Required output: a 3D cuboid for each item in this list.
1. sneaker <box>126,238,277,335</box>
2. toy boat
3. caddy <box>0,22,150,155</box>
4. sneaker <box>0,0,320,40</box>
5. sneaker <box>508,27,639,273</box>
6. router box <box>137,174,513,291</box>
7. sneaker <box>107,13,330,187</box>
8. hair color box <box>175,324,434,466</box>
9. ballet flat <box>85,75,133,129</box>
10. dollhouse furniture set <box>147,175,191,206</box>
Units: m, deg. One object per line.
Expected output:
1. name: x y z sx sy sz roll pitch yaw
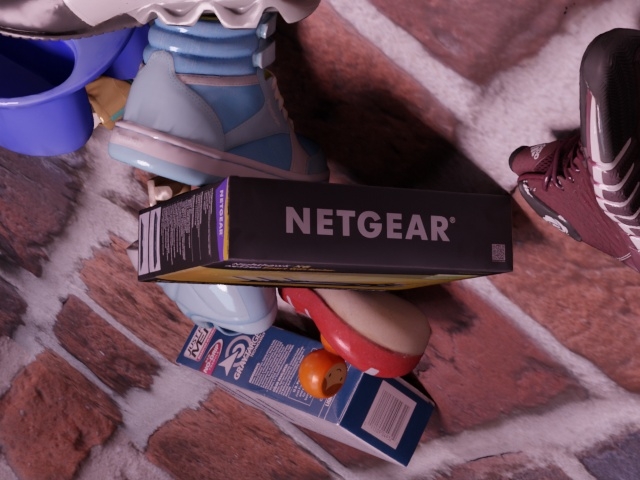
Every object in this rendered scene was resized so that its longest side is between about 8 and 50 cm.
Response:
1. sneaker: -0.153 0.054 1.739 0.150 0.135 0.366 68 166 -13
2. toy boat: 0.024 0.118 1.597 0.151 0.151 0.231 24 -179 -23
3. caddy: -0.337 -0.249 1.423 0.341 0.241 0.179 30 162 20
4. sneaker: -0.171 -0.266 1.192 0.331 0.122 0.146 -5 130 5
5. sneaker: 0.212 -0.071 1.103 0.162 0.106 0.281 24 154 38
6. router box: 0.000 0.000 1.354 0.309 0.081 0.243 3 172 -26
7. sneaker: -0.068 -0.154 1.362 0.127 0.208 0.319 18 -173 29
8. hair color box: -0.026 0.202 1.920 0.347 0.105 0.174 14 162 44
9. ballet flat: -0.316 -0.178 1.732 0.232 0.073 0.080 7 141 52
10. dollhouse furniture set: -0.116 -0.085 1.588 0.151 0.144 0.123 -2 -170 10
